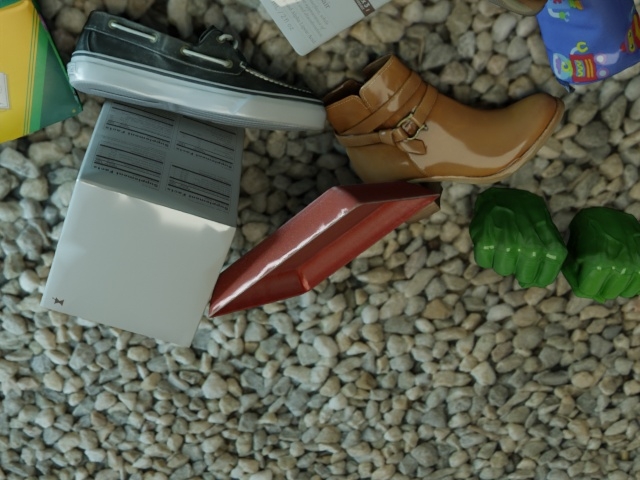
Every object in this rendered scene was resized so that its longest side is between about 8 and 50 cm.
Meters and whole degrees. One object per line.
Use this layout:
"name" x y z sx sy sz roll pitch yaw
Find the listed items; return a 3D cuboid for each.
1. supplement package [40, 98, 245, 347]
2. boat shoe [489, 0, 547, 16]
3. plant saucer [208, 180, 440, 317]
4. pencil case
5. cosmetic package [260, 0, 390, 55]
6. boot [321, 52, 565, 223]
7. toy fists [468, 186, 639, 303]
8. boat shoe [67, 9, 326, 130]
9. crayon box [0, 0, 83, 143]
"supplement package" -0.224 -0.036 1.444 0.198 0.262 0.199 17 121 -12
"boat shoe" 0.149 -0.373 1.238 0.324 0.123 0.116 33 108 -23
"plant saucer" 0.000 0.000 1.429 0.259 0.258 0.047 -36 78 26
"pencil case" 0.301 -0.337 1.356 0.119 0.133 0.306 -44 123 -24
"cosmetic package" 0.039 -0.342 1.365 0.231 0.085 0.117 -30 117 18
"boot" 0.158 -0.171 1.477 0.283 0.109 0.220 -29 115 24
"toy fists" 0.344 0.015 1.562 0.279 0.142 0.096 12 121 -8
"boat shoe" -0.148 -0.219 1.412 0.335 0.121 0.119 12 87 -12
"crayon box" -0.465 -0.197 1.406 0.278 0.081 0.165 -22 121 -6
